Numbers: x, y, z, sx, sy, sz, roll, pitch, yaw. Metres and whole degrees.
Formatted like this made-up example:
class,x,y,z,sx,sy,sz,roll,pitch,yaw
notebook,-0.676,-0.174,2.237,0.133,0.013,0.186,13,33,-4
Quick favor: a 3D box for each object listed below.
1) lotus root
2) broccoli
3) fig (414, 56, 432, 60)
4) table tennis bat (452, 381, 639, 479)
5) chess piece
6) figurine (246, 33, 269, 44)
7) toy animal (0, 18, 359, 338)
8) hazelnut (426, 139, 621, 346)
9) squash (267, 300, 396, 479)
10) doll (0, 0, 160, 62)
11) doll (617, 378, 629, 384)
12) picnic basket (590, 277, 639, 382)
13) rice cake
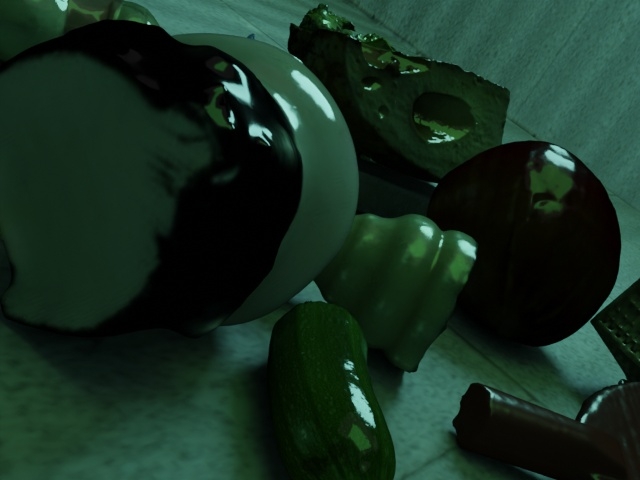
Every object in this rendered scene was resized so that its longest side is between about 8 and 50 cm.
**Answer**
class,x,y,z,sx,sy,sz,roll,pitch,yaw
lotus root,0.096,-0.157,1.164,0.314,0.142,0.210,15,7,-22
broccoli,0.043,-0.207,1.331,0.198,0.176,0.226,15,20,-45
fig,0.150,-0.190,1.484,0.181,0.191,0.181,-1,6,0
table tennis bat,0.302,0.215,0.811,0.414,0.051,0.268,22,34,-15
chess piece,0.000,0.000,0.815,0.243,0.133,0.133,29,18,0
figurine,-0.100,-0.240,1.323,0.114,0.114,0.079,19,-21,-37
toy animal,-0.097,-0.040,0.639,0.212,0.213,0.266,38,15,15
hazelnut,0.228,0.012,1.055,0.229,0.229,0.229,29,18,-11
squash,0.003,0.101,0.632,0.077,0.068,0.219,13,22,-9
doll,-0.265,-0.219,0.937,0.275,0.113,0.155,29,21,-15
doll,0.350,0.213,0.939,0.104,0.062,0.195,-6,45,-22
picnic basket,0.421,0.135,1.057,0.196,0.134,0.154,47,5,-48
rice cake,0.097,-0.056,1.208,0.399,0.064,0.070,18,16,-39
